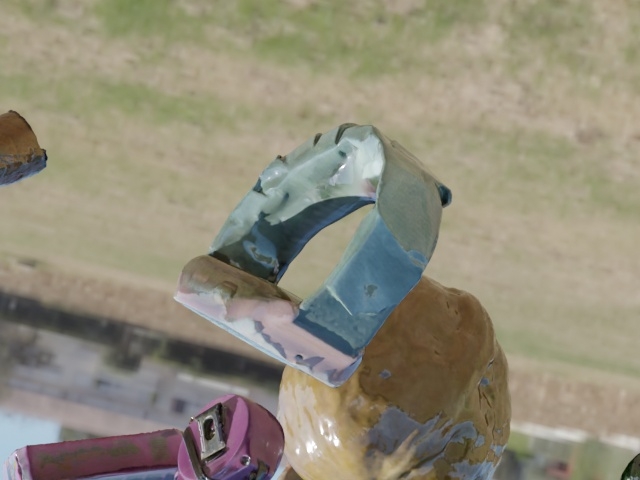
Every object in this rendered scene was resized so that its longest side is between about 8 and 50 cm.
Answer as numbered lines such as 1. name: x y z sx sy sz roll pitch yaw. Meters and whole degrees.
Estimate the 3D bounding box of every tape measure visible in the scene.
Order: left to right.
1. tape measure: -0.097 0.226 1.630 0.118 0.125 0.074 -35 129 23

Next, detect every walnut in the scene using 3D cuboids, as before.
1. walnut: 0.103 0.195 2.016 0.306 0.344 0.306 8 135 9

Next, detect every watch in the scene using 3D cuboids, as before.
1. watch: 0.000 0.000 1.504 0.162 0.241 0.253 32 174 -33

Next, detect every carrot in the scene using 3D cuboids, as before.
1. carrot: -0.484 -0.088 2.023 0.102 0.101 0.263 8 -152 44

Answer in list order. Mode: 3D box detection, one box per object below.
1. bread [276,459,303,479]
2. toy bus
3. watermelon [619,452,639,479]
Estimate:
1. bread: -0.004 0.479 2.184 0.295 0.327 0.114 41 167 6
2. toy bus: -0.323 0.340 2.293 0.274 0.090 0.112 -3 152 -31
3. watermelon: 0.386 0.240 1.606 0.182 0.075 0.092 -13 170 22
